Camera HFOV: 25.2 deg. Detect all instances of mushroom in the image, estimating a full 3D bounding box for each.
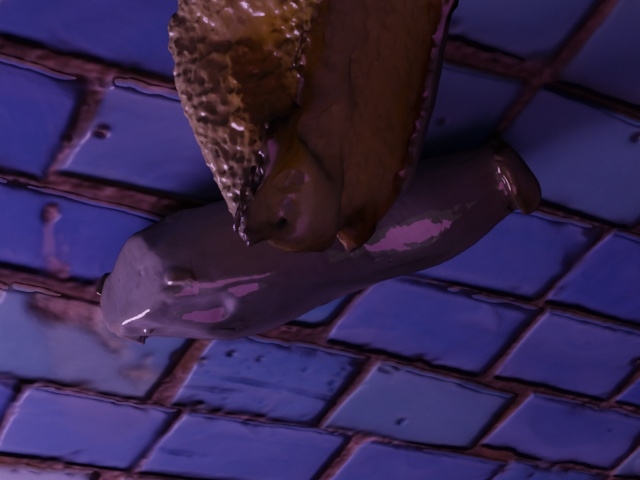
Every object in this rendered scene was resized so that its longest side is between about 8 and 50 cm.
[{"bbox_3d":[0.001,0.001,1.096,0.351,0.097,0.109,-16,141,-9],"label":"mushroom"}]

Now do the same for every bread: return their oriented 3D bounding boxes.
[{"bbox_3d":[-0.014,-0.123,0.920,0.174,0.133,0.252,-9,115,-54],"label":"bread"}]
